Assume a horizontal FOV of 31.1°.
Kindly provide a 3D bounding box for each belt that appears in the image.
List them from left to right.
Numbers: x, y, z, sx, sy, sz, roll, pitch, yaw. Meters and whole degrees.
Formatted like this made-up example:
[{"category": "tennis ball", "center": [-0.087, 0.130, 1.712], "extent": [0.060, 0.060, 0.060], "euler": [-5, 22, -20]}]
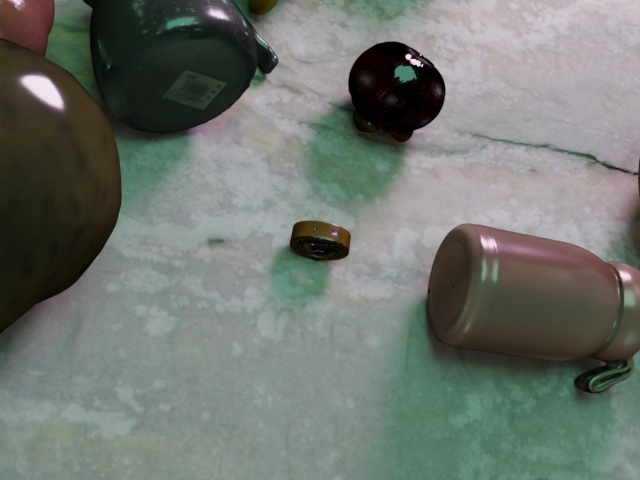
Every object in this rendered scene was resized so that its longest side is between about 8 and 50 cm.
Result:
[{"category": "belt", "center": [0.000, 0.000, 1.600], "extent": [0.083, 0.059, 0.036], "euler": [10, 57, -2]}]

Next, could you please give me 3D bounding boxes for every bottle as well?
[{"category": "bottle", "center": [0.308, 0.098, 1.602], "extent": [0.297, 0.173, 0.206], "euler": [10, 90, -17]}]

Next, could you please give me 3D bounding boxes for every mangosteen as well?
[{"category": "mangosteen", "center": [0.109, -0.220, 1.729], "extent": [0.152, 0.152, 0.152], "euler": [9, 58, -15]}]

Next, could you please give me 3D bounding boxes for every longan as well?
[{"category": "longan", "center": [-0.421, -0.055, 1.312], "extent": [0.336, 0.404, 0.404], "euler": [20, 46, 37]}]

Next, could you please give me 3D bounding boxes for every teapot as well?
[{"category": "teapot", "center": [-0.199, -0.327, 1.630], "extent": [0.305, 0.223, 0.285], "euler": [-13, 59, -24]}]

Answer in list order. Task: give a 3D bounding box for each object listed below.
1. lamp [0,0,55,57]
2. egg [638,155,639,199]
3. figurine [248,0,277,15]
[{"category": "lamp", "center": [-0.495, -0.312, 1.487], "extent": [0.305, 0.239, 0.305], "euler": [9, 59, -16]}, {"category": "egg", "center": [0.641, -0.117, 1.758], "extent": [0.301, 0.301, 0.374], "euler": [36, 56, 3]}, {"category": "figurine", "center": [-0.102, -0.470, 1.763], "extent": [0.228, 0.215, 0.215], "euler": [34, 54, -18]}]
